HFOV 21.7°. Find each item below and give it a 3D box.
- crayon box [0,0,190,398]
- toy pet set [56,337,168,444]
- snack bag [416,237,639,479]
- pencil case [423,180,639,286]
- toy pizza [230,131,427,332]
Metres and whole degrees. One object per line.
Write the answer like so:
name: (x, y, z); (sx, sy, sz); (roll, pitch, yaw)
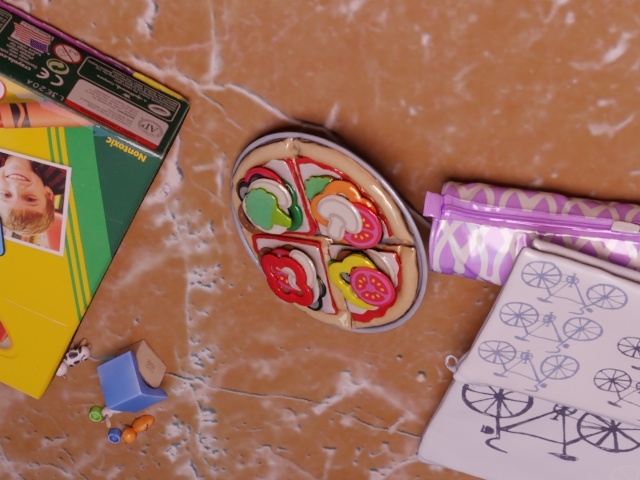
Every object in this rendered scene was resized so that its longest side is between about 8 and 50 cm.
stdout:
crayon box: (-0.341, -0.066, 1.450); (0.363, 0.106, 0.313); (27, 125, -6)
toy pet set: (-0.199, 0.152, 1.590); (0.114, 0.065, 0.122); (-25, 115, 27)
snack bag: (0.264, 0.152, 1.442); (0.323, 0.037, 0.342); (18, 139, -5)
pencil case: (0.189, 0.000, 1.379); (0.206, 0.086, 0.088); (5, 167, 9)
toy pizza: (0.000, 0.000, 1.416); (0.201, 0.032, 0.201); (23, 135, 25)
